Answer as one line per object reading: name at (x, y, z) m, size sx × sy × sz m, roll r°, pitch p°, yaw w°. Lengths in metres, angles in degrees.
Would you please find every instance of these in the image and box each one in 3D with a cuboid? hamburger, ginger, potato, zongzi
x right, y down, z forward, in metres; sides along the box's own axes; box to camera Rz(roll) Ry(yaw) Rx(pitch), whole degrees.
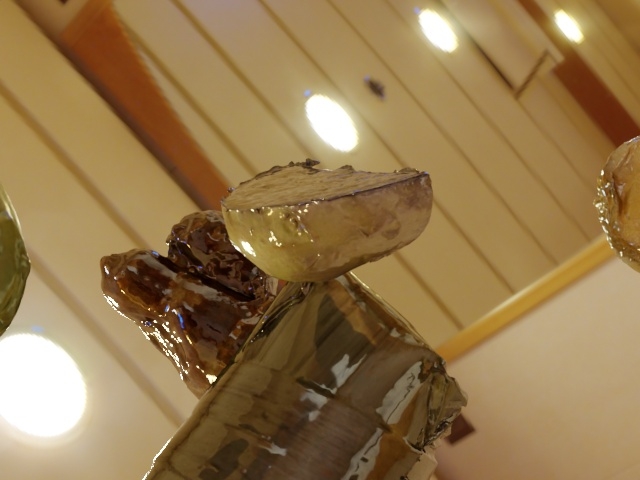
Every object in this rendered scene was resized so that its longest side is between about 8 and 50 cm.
hamburger at (0.336, -0.041, 0.976) m, size 0.083 × 0.147 × 0.138 m, roll 56°, pitch -160°, yaw -62°
ginger at (-0.093, 0.134, 1.425) m, size 0.254 × 0.176 × 0.418 m, roll -38°, pitch -94°, yaw -32°
potato at (0.000, 0.000, 0.735) m, size 0.100 × 0.172 × 0.089 m, roll -26°, pitch -68°, yaw -35°
zongzi at (-0.060, 0.314, 0.990) m, size 0.218 × 0.500 × 0.467 m, roll 32°, pitch 163°, yaw 20°

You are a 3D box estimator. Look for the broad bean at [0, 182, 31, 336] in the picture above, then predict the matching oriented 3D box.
broad bean at (-0.264, -0.002, 0.691) m, size 0.174 × 0.124 × 0.082 m, roll 56°, pitch -170°, yaw 10°
